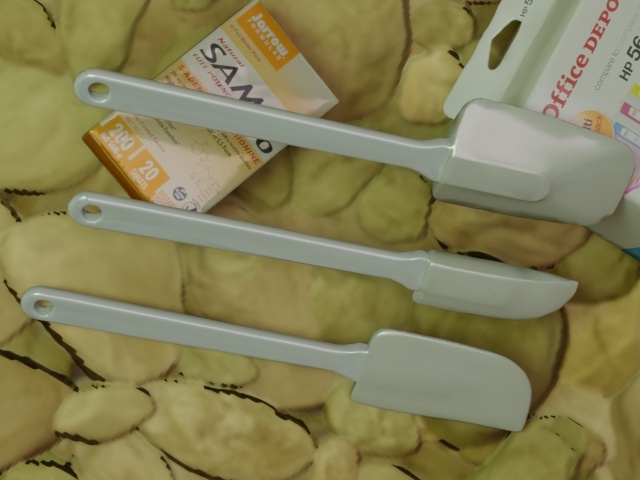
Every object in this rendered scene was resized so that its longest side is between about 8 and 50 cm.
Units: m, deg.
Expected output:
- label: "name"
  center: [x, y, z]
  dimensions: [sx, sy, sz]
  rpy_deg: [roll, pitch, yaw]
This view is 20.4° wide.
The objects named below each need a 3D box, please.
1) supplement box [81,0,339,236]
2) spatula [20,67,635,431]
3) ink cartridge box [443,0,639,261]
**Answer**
- label: "supplement box"
  center: [-0.050, -0.054, 0.804]
  dimensions: [0.098, 0.036, 0.062]
  rpy_deg: [-41, 97, -12]
- label: "spatula"
  center: [0.000, 0.000, 0.779]
  dimensions: [0.242, 0.019, 0.168]
  rpy_deg: [12, 127, -9]
- label: "ink cartridge box"
  center: [0.138, -0.058, 0.819]
  dimensions: [0.143, 0.090, 0.092]
  rpy_deg: [30, 81, -10]
